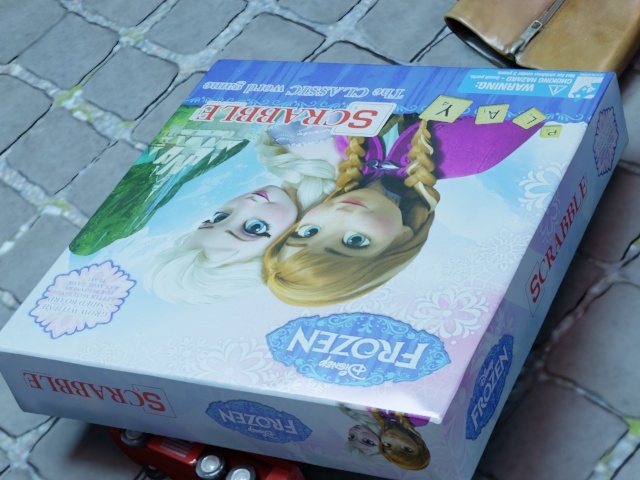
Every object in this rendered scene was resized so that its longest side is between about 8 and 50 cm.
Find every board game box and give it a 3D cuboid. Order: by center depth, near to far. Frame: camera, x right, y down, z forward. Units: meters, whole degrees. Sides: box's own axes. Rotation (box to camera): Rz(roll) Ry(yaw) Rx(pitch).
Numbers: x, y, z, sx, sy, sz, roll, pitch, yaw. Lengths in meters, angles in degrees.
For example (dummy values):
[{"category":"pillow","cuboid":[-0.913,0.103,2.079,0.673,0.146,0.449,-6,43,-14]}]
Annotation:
[{"category":"board game box","cuboid":[0.000,0.000,0.953,0.319,0.066,0.318,5,44,29]}]

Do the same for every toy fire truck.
[{"category":"toy fire truck","cuboid":[-0.026,0.110,0.929,0.192,0.047,0.135,18,59,32]}]

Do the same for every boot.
[{"category":"boot","cuboid":[0.268,-0.208,1.061,0.264,0.096,0.280,32,71,29]}]
